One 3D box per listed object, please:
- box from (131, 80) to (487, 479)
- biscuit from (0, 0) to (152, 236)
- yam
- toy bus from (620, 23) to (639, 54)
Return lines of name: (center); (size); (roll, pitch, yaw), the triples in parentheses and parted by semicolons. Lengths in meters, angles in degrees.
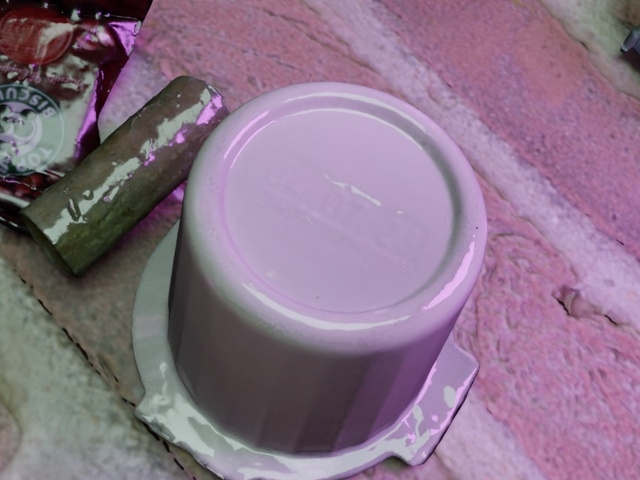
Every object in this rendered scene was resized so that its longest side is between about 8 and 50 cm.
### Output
box: (0.000, 0.000, 0.609); (0.262, 0.206, 0.291); (-3, 65, -12)
biscuit: (-0.229, -0.119, 0.701); (0.151, 0.063, 0.236); (12, 70, -4)
yam: (-0.141, -0.048, 0.664); (0.068, 0.068, 0.169); (41, 70, 10)
toy bus: (0.445, -0.144, 0.777); (0.152, 0.190, 0.312); (-34, 75, -24)
